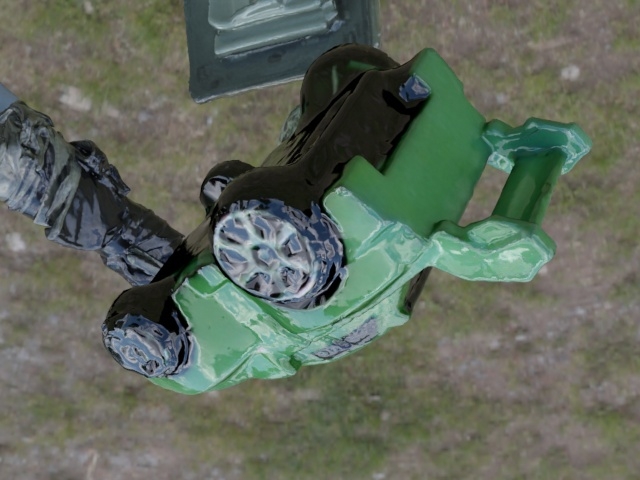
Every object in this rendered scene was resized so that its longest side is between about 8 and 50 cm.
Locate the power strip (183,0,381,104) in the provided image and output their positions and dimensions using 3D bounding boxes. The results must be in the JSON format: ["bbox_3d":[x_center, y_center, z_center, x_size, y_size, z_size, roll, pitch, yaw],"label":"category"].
[{"bbox_3d":[-0.050,-0.253,1.085,0.213,0.198,0.064,-14,157,14],"label":"power strip"}]

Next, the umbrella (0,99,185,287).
[{"bbox_3d":[-0.234,-0.021,1.203,0.357,0.106,0.113,40,81,-42],"label":"umbrella"}]

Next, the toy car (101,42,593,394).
[{"bbox_3d":[0.000,0.000,0.779,0.176,0.213,0.358,42,131,-10],"label":"toy car"}]

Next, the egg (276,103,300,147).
[{"bbox_3d":[0.023,-0.063,1.030,0.132,0.132,0.172,-19,126,20],"label":"egg"}]

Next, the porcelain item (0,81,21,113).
[{"bbox_3d":[-0.519,-0.096,1.240,0.242,0.405,0.178,39,121,1],"label":"porcelain item"}]
